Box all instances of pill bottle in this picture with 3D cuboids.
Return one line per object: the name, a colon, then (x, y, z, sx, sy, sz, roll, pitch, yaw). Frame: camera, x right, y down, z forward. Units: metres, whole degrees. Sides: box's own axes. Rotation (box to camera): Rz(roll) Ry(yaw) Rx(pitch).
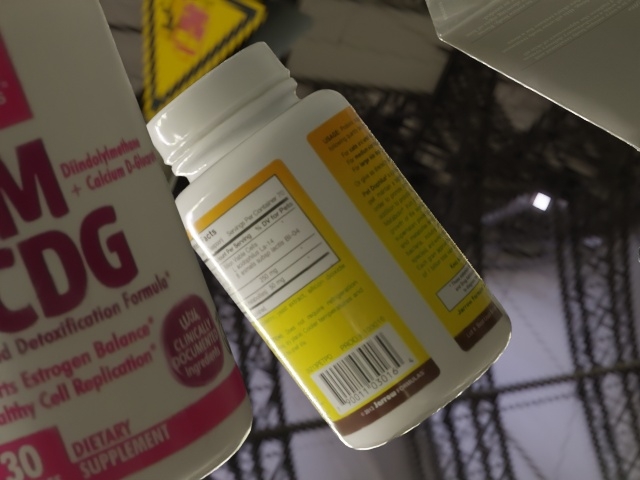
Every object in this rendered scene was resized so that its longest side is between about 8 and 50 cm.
pill bottle: (-0.148, -0.023, 0.641, 0.160, 0.283, 0.160, -20, -172, 3)
pill bottle: (0.000, 0.000, 0.848, 0.215, 0.117, 0.117, 53, -161, -2)

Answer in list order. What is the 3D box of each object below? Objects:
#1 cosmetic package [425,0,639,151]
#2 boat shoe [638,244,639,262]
cosmetic package: (0.167, -0.147, 0.886, 0.238, 0.127, 0.107, 18, -132, -51)
boat shoe: (0.374, -0.053, 1.297, 0.079, 0.254, 0.095, 23, -142, -37)
